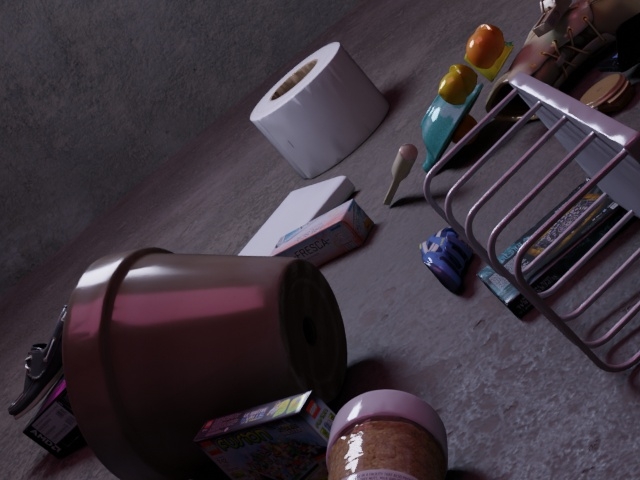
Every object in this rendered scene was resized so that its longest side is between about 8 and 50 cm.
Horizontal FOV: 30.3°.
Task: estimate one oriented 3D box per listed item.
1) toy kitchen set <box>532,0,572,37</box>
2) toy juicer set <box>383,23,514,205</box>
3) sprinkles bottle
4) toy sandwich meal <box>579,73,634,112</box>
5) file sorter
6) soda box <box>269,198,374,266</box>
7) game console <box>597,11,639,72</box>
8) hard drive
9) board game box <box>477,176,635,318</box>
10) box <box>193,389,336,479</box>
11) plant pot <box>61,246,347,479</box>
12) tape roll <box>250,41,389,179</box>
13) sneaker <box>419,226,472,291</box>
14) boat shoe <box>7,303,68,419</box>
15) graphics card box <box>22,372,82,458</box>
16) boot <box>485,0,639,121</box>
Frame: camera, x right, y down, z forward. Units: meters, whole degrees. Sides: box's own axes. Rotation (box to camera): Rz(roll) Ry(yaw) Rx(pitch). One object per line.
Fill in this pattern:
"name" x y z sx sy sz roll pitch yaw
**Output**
"toy kitchen set" 0.335 -0.366 1.759 0.068 0.083 0.075 -26 24 55
"toy juicer set" 0.209 -0.189 1.852 0.329 0.089 0.209 -58 -5 0
"sprinkles bottle" 0.053 0.278 1.056 0.121 0.121 0.355 -35 18 21
"toy sandwich meal" 0.396 -0.199 1.636 0.085 0.029 0.085 -39 14 11
"file sorter" 0.250 -0.019 1.195 0.173 0.193 0.278 -45 23 4
"soda box" 0.000 0.000 1.968 0.183 0.058 0.063 -27 23 39
"game console" 0.445 -0.292 1.643 0.122 0.071 0.107 -31 15 -10
"hard drive" -0.083 0.013 2.149 0.307 0.040 0.203 -50 19 -27
"board game box" 0.277 0.005 1.396 0.186 0.026 0.126 -41 17 3
"box" -0.046 0.242 1.376 0.207 0.114 0.036 -24 25 47
"plant pot" -0.130 0.145 1.551 0.280 0.323 0.323 -14 28 26
"tape roll" -0.002 -0.269 2.447 0.246 0.169 0.246 -37 17 13
"sneaker" 0.168 0.020 1.558 0.059 0.053 0.144 -36 19 11
"boat shoe" -0.507 0.225 2.180 0.233 0.079 0.084 -53 10 1
"graphics card box" -0.366 0.209 2.100 0.371 0.094 0.233 -44 13 39
"boot" 0.372 -0.284 1.780 0.262 0.095 0.203 -19 27 55
